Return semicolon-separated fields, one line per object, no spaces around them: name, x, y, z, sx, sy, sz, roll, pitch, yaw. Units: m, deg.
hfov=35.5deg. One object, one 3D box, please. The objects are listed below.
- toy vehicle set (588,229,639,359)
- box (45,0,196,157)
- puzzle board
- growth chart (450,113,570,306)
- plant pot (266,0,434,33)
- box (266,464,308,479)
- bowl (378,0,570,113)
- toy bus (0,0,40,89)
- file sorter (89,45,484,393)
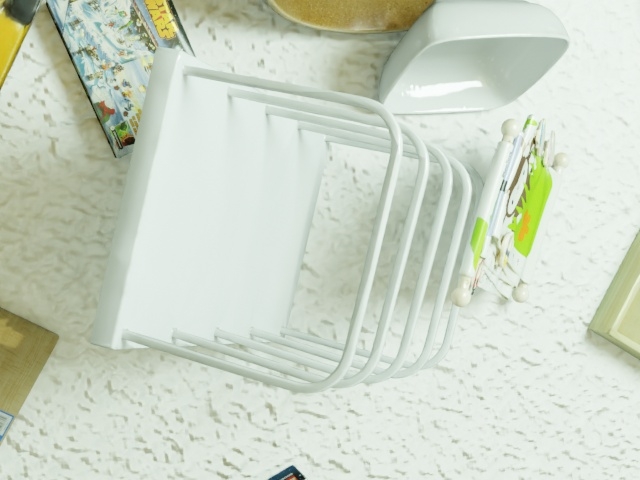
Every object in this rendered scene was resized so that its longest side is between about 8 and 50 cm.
toy vehicle set;0.400;0.012;1.004;0.166;0.035;0.267;31;85;-18
box;-0.152;-0.148;0.816;0.094;0.027;0.137;-25;102;-13
puzzle board;-0.284;0.112;0.805;0.096;0.011;0.128;29;86;-19
growth chart;0.167;-0.025;0.852;0.021;0.237;0.172;16;92;24
plant pot;0.059;-0.325;0.785;0.237;0.237;0.254;-4;79;-18
box;-0.085;0.325;0.869;0.233;0.044;0.159;-28;102;-14
bowl;0.125;-0.160;0.855;0.142;0.142;0.053;-4;72;-19
toy bus;-0.227;-0.253;0.729;0.108;0.130;0.333;25;87;-17
file sorter;0.000;0.000;0.725;0.173;0.277;0.193;14;91;21
